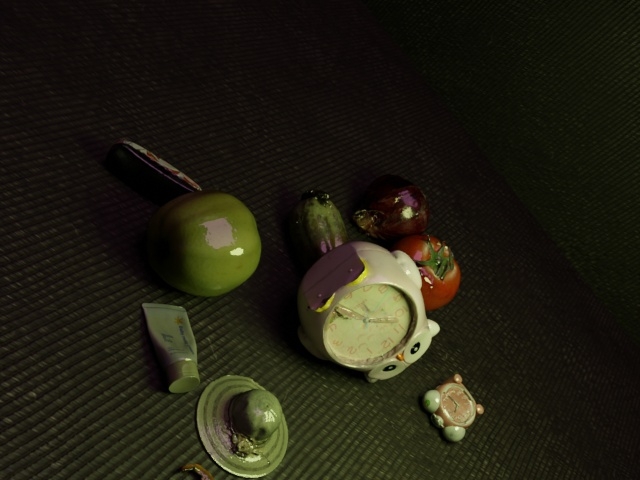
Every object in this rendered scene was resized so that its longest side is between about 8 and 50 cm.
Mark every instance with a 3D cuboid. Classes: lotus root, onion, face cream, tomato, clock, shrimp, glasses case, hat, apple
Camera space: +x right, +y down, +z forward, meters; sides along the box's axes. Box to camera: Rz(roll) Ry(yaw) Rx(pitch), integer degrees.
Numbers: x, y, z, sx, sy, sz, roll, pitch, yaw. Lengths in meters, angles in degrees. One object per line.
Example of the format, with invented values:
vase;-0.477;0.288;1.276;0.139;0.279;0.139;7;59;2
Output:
lotus root;0.000;0.000;1.971;0.173;0.173;0.310;14;50;-38
onion;0.250;-0.120;2.285;0.281;0.280;0.221;-81;164;-46
face cream;-0.335;0.233;1.511;0.114;0.070;0.224;12;41;-39
tomato;0.323;0.105;2.145;0.255;0.224;0.256;23;48;-28
clock;0.125;0.193;1.801;0.377;0.368;0.251;48;6;-30
shrimp;-0.267;0.514;1.355;0.091;0.025;0.127;47;33;-2
glasses case;-0.427;-0.160;1.717;0.266;0.103;0.067;35;37;-19
clock;0.385;0.504;1.982;0.162;0.092;0.166;-27;79;-43
hat;-0.147;0.400;1.507;0.252;0.110;0.252;26;43;-27
apple;-0.280;0.007;1.624;0.279;0.279;0.279;27;42;-27
